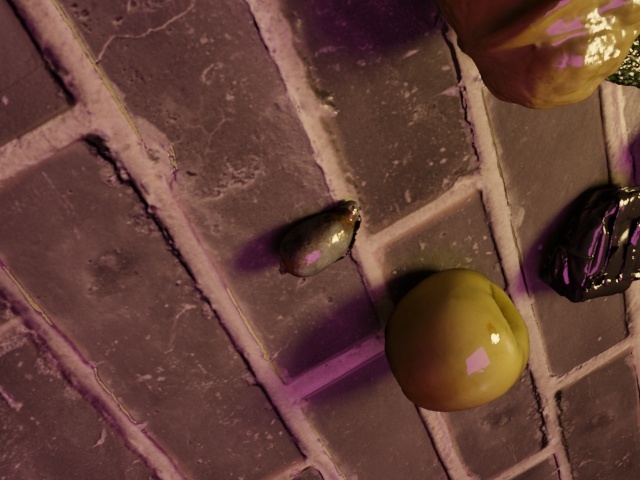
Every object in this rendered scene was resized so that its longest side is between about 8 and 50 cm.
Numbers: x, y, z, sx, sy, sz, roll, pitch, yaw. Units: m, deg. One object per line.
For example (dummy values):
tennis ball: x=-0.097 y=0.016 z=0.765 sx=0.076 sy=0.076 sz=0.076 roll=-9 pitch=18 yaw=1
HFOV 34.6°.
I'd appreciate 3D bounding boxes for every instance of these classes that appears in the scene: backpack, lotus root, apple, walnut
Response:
backpack: x=0.537 y=0.005 z=1.930 sx=0.206 sy=0.133 sz=0.258 roll=-5 pitch=124 yaw=-33
lotus root: x=0.002 y=0.002 z=1.627 sx=0.165 sy=0.088 sz=0.088 roll=-35 pitch=139 yaw=-12
apple: x=0.236 y=0.176 z=1.811 sx=0.262 sy=0.262 sz=0.262 roll=-17 pitch=136 yaw=-17
walnut: x=0.298 y=-0.333 z=1.358 sx=0.277 sy=0.253 sz=0.282 roll=-39 pitch=131 yaw=-3

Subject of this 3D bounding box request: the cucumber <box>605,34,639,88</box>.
cucumber: x=0.406 y=-0.294 z=1.590 sx=0.360 sy=0.096 sz=0.096 roll=3 pitch=127 yaw=-29
